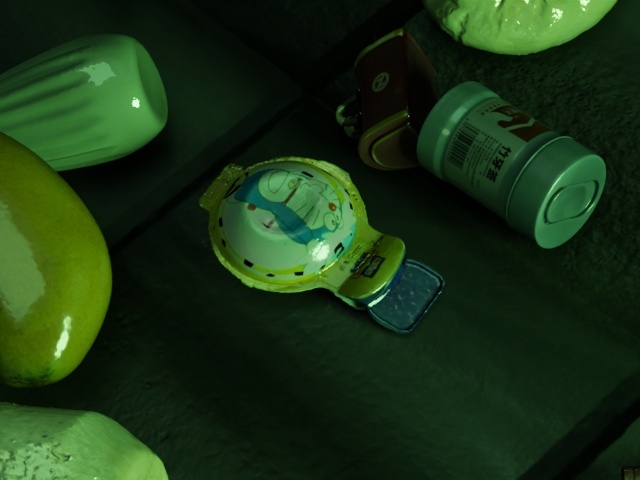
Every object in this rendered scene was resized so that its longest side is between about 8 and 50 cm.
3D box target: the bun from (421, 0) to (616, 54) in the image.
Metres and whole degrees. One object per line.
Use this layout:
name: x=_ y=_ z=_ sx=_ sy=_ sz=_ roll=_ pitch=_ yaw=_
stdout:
bun: x=0.205 y=-0.296 z=1.771 sx=0.222 sy=0.127 sz=0.222 roll=-4 pitch=52 yaw=6

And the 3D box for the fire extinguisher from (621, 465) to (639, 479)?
fire extinguisher: x=0.316 y=0.204 z=1.429 sx=0.132 sy=0.039 sz=0.056 roll=-3 pitch=86 yaw=9

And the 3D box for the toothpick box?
toothpick box: x=0.178 y=-0.073 z=1.625 sx=0.101 sy=0.101 sz=0.153 roll=-42 pitch=57 yaw=-19

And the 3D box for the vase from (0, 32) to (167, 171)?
vase: x=-0.286 y=-0.126 z=1.756 sx=0.248 sy=0.128 sz=0.128 roll=-16 pitch=52 yaw=10

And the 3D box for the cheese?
cheese: x=0.000 y=0.000 z=1.635 sx=0.250 sy=0.064 sz=0.156 roll=30 pitch=65 yaw=16

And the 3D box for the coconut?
coconut: x=-0.253 y=0.252 z=1.397 sx=0.247 sy=0.245 sz=0.245 roll=-3 pitch=53 yaw=11

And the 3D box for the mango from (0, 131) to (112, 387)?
mango: x=-0.322 y=0.011 z=1.632 sx=0.211 sy=0.173 sz=0.317 roll=-42 pitch=64 yaw=-17

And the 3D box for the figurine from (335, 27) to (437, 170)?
figurine: x=0.063 y=-0.141 z=1.728 sx=0.098 sy=0.082 sz=0.154 roll=-21 pitch=49 yaw=21
